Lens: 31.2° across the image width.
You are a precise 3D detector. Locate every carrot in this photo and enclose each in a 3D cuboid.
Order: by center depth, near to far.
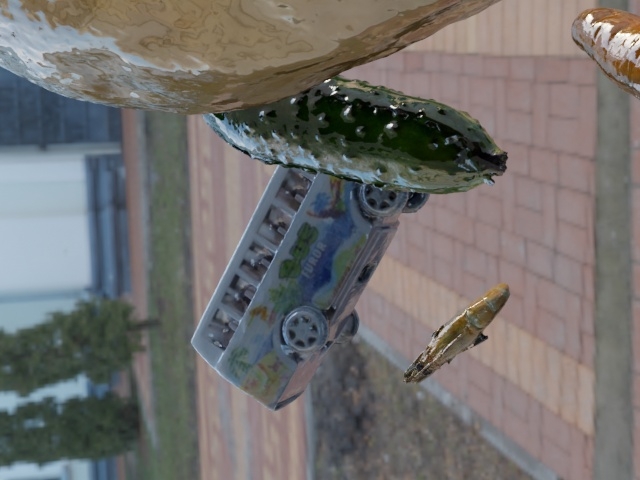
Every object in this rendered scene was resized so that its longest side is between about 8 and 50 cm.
[{"bbox_3d":[0.187,-0.080,0.568,0.210,0.061,0.061,-134,42,-57],"label":"carrot"}]

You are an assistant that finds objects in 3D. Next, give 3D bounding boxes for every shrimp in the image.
[{"bbox_3d":[0.151,0.103,1.307,0.045,0.162,0.095,48,178,-13],"label":"shrimp"}]

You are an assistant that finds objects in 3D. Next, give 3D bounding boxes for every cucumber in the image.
[{"bbox_3d":[0.014,-0.066,0.685,0.227,0.069,0.069,18,116,35],"label":"cucumber"}]

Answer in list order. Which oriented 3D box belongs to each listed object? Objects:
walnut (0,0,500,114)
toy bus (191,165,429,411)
[{"bbox_3d":[-0.046,-0.223,0.426,0.383,0.383,0.384,177,90,-77],"label":"walnut"},{"bbox_3d":[0.000,0.000,1.137,0.330,0.136,0.109,-62,-16,13],"label":"toy bus"}]
